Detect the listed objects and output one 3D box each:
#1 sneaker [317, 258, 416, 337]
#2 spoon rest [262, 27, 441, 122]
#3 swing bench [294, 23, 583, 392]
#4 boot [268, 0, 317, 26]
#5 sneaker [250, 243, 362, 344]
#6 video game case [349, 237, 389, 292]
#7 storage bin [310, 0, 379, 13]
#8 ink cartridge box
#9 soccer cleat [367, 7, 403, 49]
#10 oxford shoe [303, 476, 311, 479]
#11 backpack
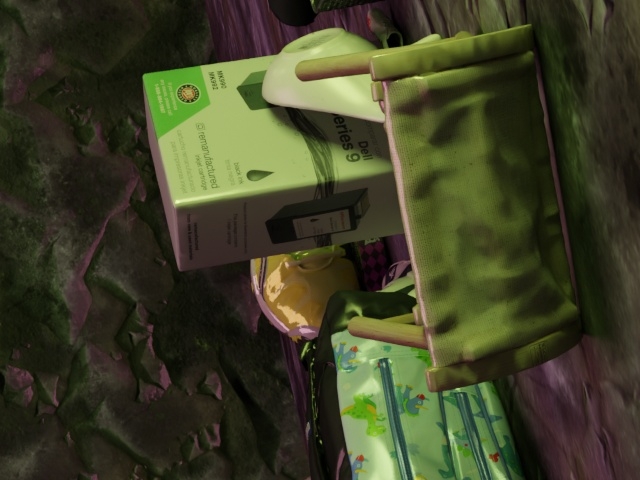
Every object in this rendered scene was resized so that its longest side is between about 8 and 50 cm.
[{"bbox_3d":[0.063,0.090,1.751,0.235,0.153,0.094,-120,21,-66],"label":"sneaker"},{"bbox_3d":[0.037,-0.171,1.588,0.276,0.137,0.084,14,130,59],"label":"spoon rest"},{"bbox_3d":[0.106,-0.037,1.229,0.254,0.165,0.253,-157,56,-74],"label":"swing bench"},{"bbox_3d":[-0.016,-0.335,1.882,0.207,0.094,0.246,94,169,-53],"label":"boot"},{"bbox_3d":[-0.038,-0.027,2.045,0.147,0.145,0.385,90,163,-53],"label":"sneaker"},{"bbox_3d":[0.048,-0.022,2.112,0.210,0.041,0.232,-166,64,-82],"label":"video game case"},{"bbox_3d":[0.030,-0.324,1.620,0.180,0.084,0.122,137,121,-82],"label":"storage bin"},{"bbox_3d":[-0.039,-0.101,1.709,0.121,0.289,0.211,92,165,-50],"label":"ink cartridge box"},{"bbox_3d":[0.074,-0.225,1.663,0.035,0.029,0.083,110,145,-59],"label":"soccer cleat"},{"bbox_3d":[0.110,0.520,2.243,0.449,0.130,0.169,65,171,-18],"label":"oxford shoe"},{"bbox_3d":[0.100,0.270,1.531,0.355,0.273,0.290,-82,-6,-49],"label":"backpack"}]
